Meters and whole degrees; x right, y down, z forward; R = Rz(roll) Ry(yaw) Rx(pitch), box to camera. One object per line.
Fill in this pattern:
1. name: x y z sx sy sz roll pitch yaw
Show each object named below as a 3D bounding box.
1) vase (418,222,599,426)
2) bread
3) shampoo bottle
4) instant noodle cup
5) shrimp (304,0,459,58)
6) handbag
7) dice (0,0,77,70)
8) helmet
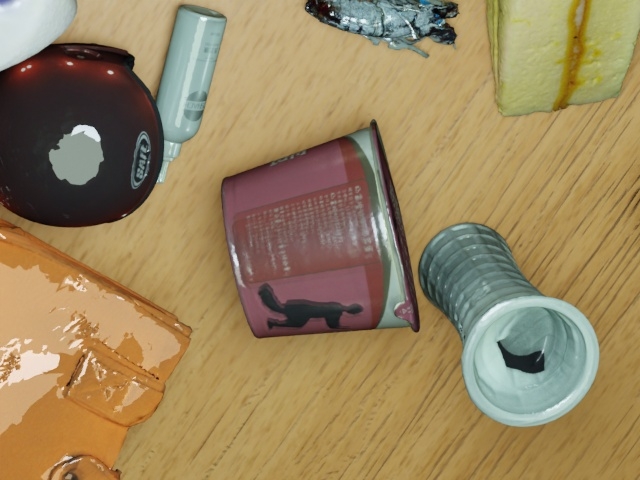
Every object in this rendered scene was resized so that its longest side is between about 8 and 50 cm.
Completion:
1. vase: 0.186 0.076 1.947 0.143 0.299 0.143 -3 108 -9
2. bread: 0.272 -0.249 1.928 0.167 0.163 0.264 -11 109 -9
3. shampoo bottle: -0.148 -0.153 1.947 0.056 0.056 0.195 11 107 -13
4. instant noodle cup: 0.000 0.000 1.942 0.178 0.235 0.235 -11 110 4
5. shrimp: 0.069 -0.231 1.950 0.174 0.076 0.082 6 129 -11
6. handbag: -0.353 0.204 1.947 0.303 0.116 0.410 31 86 -18
7. dice: -0.404 -0.317 1.707 0.277 0.304 0.304 -18 116 -3
8. helmet: -0.263 -0.108 1.884 0.216 0.193 0.189 19 108 29
